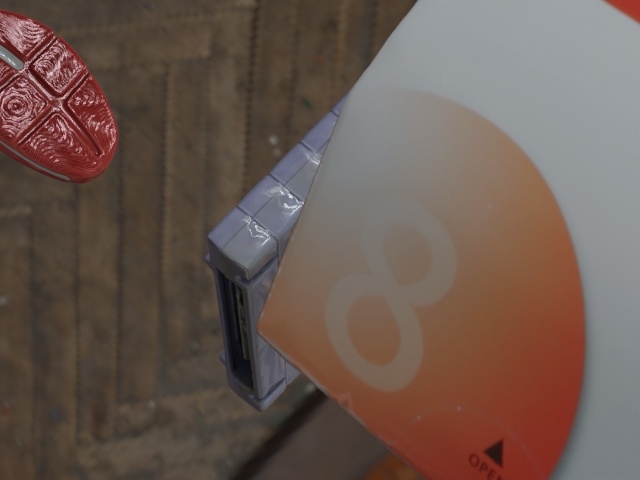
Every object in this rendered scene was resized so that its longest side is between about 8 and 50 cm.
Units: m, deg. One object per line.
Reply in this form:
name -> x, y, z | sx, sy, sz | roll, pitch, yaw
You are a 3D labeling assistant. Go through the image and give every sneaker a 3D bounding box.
sneaker -> -0.235, -0.102, 1.280 | 0.087, 0.221, 0.128 | -45, 173, -26

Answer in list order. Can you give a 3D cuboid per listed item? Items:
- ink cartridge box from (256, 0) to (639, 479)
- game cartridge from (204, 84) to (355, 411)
ink cartridge box -> 0.072, -0.014, 0.369 | 0.045, 0.145, 0.179 | -14, 134, -45
game cartridge -> 0.000, 0.000, 1.605 | 0.230, 0.068, 0.355 | -50, 165, -19
